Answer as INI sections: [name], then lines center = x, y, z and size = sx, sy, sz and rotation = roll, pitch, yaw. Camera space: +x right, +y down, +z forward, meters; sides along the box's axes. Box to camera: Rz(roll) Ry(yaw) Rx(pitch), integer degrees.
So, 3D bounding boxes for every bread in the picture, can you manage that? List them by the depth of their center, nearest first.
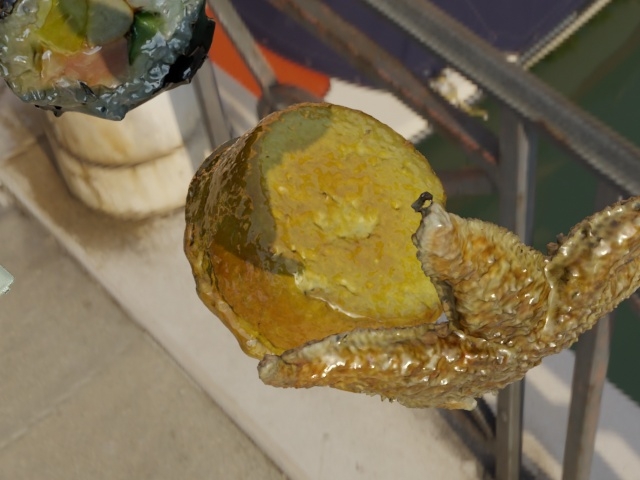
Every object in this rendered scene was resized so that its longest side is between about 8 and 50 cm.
[bread]
center = 0.000, 0.000, 1.174
size = 0.268, 0.146, 0.268
rotation = 18, 51, -24

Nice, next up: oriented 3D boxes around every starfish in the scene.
[starfish]
center = 0.107, 0.033, 0.713
size = 0.302, 0.299, 0.060
rotation = -3, 58, -48

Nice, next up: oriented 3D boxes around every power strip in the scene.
[power strip]
center = -0.454, 0.039, 1.810
size = 0.090, 0.016, 0.040
rotation = 43, 81, -6

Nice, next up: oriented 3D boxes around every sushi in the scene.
[sushi]
center = -0.230, -0.238, 1.185
size = 0.218, 0.225, 0.238
rotation = 31, 71, 34
